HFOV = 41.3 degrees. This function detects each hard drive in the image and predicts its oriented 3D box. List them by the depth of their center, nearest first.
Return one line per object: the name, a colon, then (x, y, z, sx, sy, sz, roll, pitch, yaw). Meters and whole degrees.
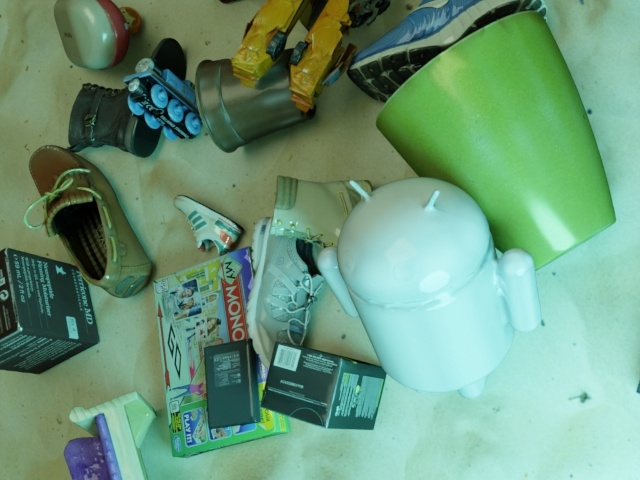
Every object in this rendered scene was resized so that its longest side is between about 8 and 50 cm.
hard drive: (-0.145, 0.235, 1.386, 0.094, 0.022, 0.135, -14, 72, 26)

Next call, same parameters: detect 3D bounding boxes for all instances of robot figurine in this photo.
robot figurine: (0.141, 0.061, 1.133, 0.299, 0.353, 0.200, -1, 43, 26)
robot figurine: (-0.014, -0.360, 1.369, 0.211, 0.085, 0.291, 25, 70, 10)

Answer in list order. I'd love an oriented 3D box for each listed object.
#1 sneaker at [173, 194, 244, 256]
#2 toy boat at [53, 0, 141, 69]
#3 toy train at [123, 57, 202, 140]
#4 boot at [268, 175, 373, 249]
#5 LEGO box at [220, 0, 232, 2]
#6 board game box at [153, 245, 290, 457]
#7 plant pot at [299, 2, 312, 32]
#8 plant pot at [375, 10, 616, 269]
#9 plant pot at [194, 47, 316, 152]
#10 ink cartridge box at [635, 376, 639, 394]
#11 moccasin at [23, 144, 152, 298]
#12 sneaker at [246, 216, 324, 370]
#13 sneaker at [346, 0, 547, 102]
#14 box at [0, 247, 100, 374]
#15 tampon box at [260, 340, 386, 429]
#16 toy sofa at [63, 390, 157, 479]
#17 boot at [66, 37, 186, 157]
sneaker: (-0.215, -0.025, 1.522, 0.161, 0.057, 0.075, 26, 86, 29)
toy boat: (-0.431, -0.428, 1.702, 0.231, 0.151, 0.151, 25, 132, 57)
toy train: (-0.281, -0.257, 1.547, 0.080, 0.184, 0.105, -12, 62, 27)
boot: (0.000, 0.000, 1.337, 0.165, 0.077, 0.213, 4, 71, -10)
LEGO box: (-0.016, -0.675, 1.488, 0.500, 0.193, 0.373, -5, 75, 29)
board game box: (-0.176, 0.191, 1.455, 0.213, 0.046, 0.317, -20, 69, 25)
plant pot: (-0.015, -0.426, 1.491, 0.081, 0.083, 0.081, -31, 65, 19)
plant pot: (0.270, -0.113, 1.177, 0.274, 0.275, 0.294, -35, 80, 18)
plant pot: (-0.105, -0.251, 1.464, 0.165, 0.167, 0.167, -13, 72, 19)
ink cartridge box: (0.486, 0.113, 1.100, 0.097, 0.046, 0.207, 14, 85, 30)
moccasin: (-0.465, -0.046, 1.615, 0.139, 0.147, 0.380, -40, 62, 15)
sneaker: (-0.049, 0.085, 1.373, 0.115, 0.105, 0.281, -12, 72, 27)
sneaker: (0.191, -0.332, 1.347, 0.330, 0.130, 0.147, -22, 51, 24)
box: (-0.556, 0.137, 1.589, 0.167, 0.203, 0.169, -28, 66, 21)
tampon box: (0.008, 0.220, 1.276, 0.120, 0.161, 0.102, 10, 83, 30)
toy sofa: (-0.317, 0.447, 1.377, 0.177, 0.150, 0.363, -20, 66, -5)
boot: (-0.397, -0.286, 1.673, 0.229, 0.091, 0.263, 16, 82, 36)
